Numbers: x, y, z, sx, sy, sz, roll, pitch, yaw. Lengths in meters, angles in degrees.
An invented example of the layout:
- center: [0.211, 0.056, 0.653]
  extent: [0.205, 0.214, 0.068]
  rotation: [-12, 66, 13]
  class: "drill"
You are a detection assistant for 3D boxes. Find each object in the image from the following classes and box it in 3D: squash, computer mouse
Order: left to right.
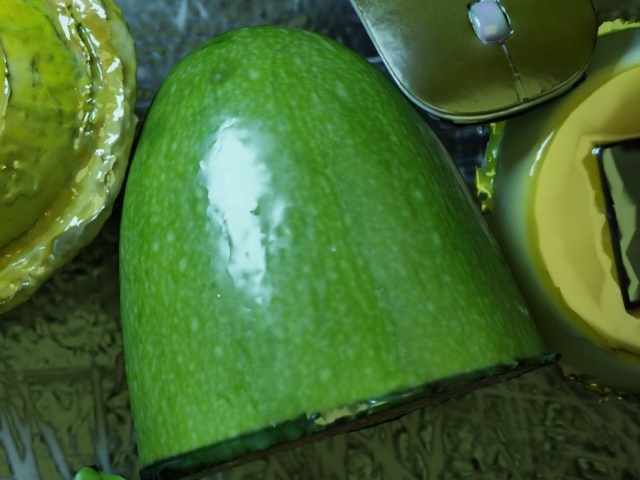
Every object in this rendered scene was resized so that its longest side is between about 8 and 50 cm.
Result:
- center: [-0.019, -0.013, 1.312]
  extent: [0.310, 0.310, 0.309]
  rotation: [-16, 84, -8]
  class: "squash"
- center: [0.090, -0.207, 1.383]
  extent: [0.158, 0.072, 0.310]
  rotation: [-20, 48, -6]
  class: "computer mouse"

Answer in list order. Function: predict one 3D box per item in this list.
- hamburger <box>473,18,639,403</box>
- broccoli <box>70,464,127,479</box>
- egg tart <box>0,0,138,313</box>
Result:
- center: [0.254, -0.025, 1.404]
  extent: [0.276, 0.179, 0.294]
  rotation: [-13, 90, -7]
  class: "hamburger"
- center: [-0.157, 0.296, 1.332]
  extent: [0.288, 0.248, 0.245]
  rotation: [5, 46, 4]
  class: "broccoli"
- center: [-0.262, -0.083, 1.341]
  extent: [0.288, 0.118, 0.288]
  rotation: [-5, 77, 24]
  class: "egg tart"
